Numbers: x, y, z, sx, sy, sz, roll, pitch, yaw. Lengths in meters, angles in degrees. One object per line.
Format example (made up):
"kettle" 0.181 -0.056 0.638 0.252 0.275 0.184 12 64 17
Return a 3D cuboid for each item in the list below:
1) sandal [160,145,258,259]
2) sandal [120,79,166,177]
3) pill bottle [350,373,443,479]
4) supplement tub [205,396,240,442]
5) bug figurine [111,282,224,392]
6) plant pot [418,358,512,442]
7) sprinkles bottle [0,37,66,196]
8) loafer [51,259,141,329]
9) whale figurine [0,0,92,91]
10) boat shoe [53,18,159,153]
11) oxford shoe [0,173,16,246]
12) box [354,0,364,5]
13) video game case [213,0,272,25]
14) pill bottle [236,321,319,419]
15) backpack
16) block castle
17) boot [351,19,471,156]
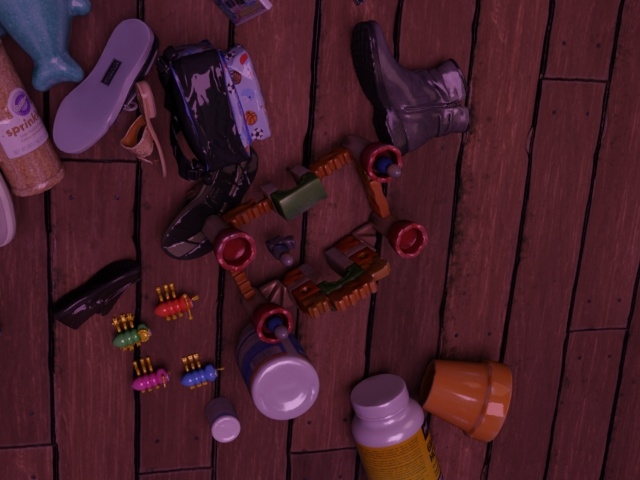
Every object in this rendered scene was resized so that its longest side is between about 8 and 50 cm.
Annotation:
"sandal" -0.244 -0.085 1.822 0.120 0.086 0.302 42 76 -35
"sandal" -0.379 -0.221 1.703 0.079 0.088 0.240 -18 139 -17
"pill bottle" 0.187 0.513 2.069 0.188 0.188 0.333 -21 112 -9
"supplement tub" -0.234 0.428 1.965 0.071 0.107 0.071 -5 108 -14
"bug figurine" -0.354 0.250 1.895 0.216 0.072 0.278 -20 111 -9
"plant pot" 0.358 0.388 2.089 0.188 0.205 0.205 17 101 -4
"sprinkles bottle" -0.621 -0.260 1.598 0.121 0.121 0.355 -23 124 -8
"loafer" -0.485 0.122 1.823 0.220 0.080 0.078 -31 122 0
"whale figurine" -0.548 -0.427 1.576 0.216 0.141 0.271 -14 101 -2
"boat shoe" -0.432 -0.306 1.684 0.113 0.105 0.306 27 88 10
"oxford shoe" -0.736 -0.163 1.580 0.169 0.130 0.449 1 127 26
"box" 0.085 -0.569 1.799 0.067 0.018 0.083 -39 113 -1
"video game case" -0.183 -0.510 1.669 0.143 0.157 0.019 46 69 -23
"pill bottle" -0.108 0.281 1.867 0.152 0.272 0.152 -4 107 -15
"backpack" -0.227 -0.290 1.665 0.213 0.263 0.276 -18 117 -17
"block castle" 0.000 0.000 1.799 0.453 0.213 0.303 -31 123 -14
"boot" 0.210 -0.369 1.859 0.223 0.118 0.338 -26 123 -10
